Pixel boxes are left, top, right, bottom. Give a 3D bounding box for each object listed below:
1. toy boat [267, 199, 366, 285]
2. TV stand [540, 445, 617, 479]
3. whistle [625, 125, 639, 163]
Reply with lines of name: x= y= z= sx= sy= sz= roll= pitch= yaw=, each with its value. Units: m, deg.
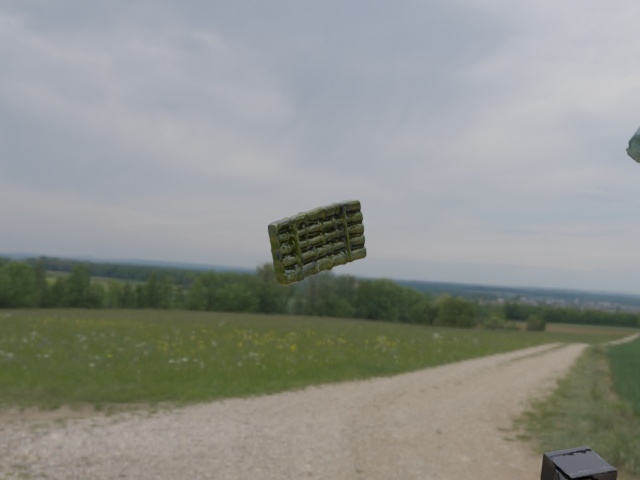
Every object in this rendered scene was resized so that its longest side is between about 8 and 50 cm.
toy boat: x=0.000 y=0.000 z=0.690 sx=0.016 sy=0.063 sz=0.115 roll=3 pitch=16 yaw=44
TV stand: x=0.216 y=0.311 z=0.647 sx=0.049 sy=0.256 sz=0.040 roll=-2 pitch=16 yaw=-18
whistle: x=0.413 y=-0.109 z=0.639 sx=0.062 sy=0.062 sz=0.312 roll=6 pitch=-2 yaw=-25
